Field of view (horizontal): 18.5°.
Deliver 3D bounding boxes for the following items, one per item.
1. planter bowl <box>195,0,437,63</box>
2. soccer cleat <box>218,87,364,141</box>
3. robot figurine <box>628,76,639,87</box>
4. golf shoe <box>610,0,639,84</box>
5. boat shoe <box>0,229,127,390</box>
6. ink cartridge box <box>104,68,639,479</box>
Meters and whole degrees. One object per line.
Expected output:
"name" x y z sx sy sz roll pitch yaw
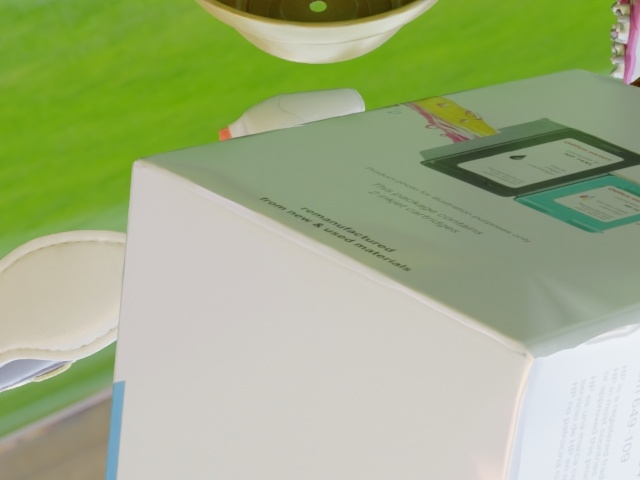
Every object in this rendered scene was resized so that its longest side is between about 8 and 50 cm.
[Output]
"planter bowl" -0.002 -0.180 1.276 0.217 0.217 0.090 -24 143 -20
"soccer cleat" 0.000 0.000 1.028 0.076 0.068 0.196 -17 139 -6
"robot figurine" 0.241 -0.045 1.084 0.211 0.085 0.291 5 -152 21
"golf shoe" 0.268 -0.211 1.254 0.140 0.306 0.115 10 -148 0
"boat shoe" -0.260 0.072 1.809 0.324 0.116 0.096 -25 170 26
"ink cartridge box" 0.080 0.065 0.782 0.197 0.198 0.270 26 -152 39
